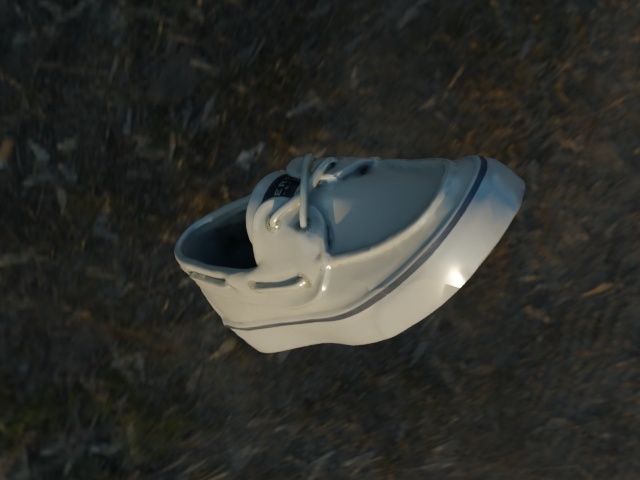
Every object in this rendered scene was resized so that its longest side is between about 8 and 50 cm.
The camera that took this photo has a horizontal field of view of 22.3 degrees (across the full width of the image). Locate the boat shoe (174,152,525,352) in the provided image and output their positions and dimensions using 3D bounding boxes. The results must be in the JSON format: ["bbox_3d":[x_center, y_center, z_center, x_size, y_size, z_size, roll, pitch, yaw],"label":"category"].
[{"bbox_3d":[0.000,0.000,0.832,0.084,0.258,0.095,39,58,-17],"label":"boat shoe"}]
